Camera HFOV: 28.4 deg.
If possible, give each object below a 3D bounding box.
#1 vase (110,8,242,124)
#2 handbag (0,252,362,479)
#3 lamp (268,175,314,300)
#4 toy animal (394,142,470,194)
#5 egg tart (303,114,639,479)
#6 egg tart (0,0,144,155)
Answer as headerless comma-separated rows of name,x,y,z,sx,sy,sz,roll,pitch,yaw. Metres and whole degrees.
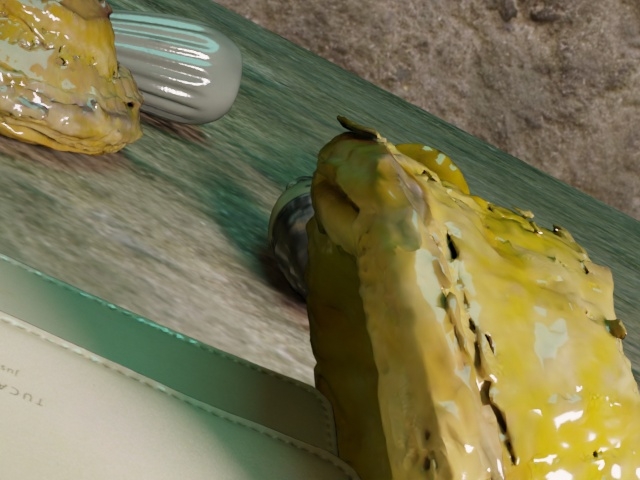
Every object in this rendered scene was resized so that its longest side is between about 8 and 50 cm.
vase,-0.224,-0.219,1.527,0.248,0.128,0.128,12,20,-23
handbag,-0.166,0.096,0.490,0.358,0.160,0.236,25,21,-15
lamp,0.000,0.000,1.227,0.101,0.101,0.250,24,18,-18
toy animal,0.104,-0.043,1.493,0.156,0.156,0.230,30,11,5
egg tart,0.075,0.100,0.605,0.132,0.345,0.345,-12,24,-7
egg tart,-0.322,-0.214,1.274,0.352,0.150,0.352,27,11,-6
